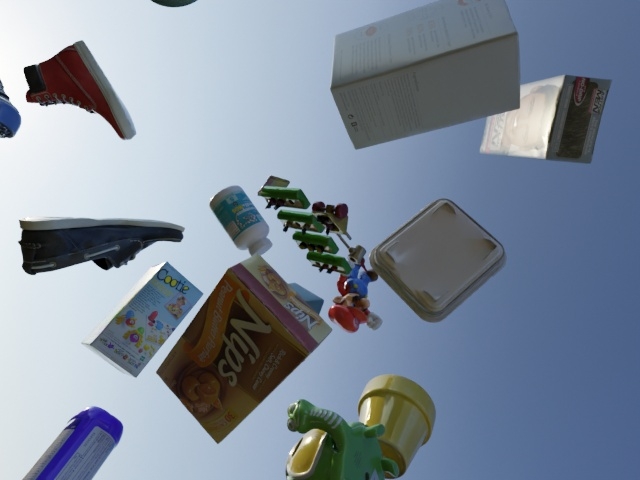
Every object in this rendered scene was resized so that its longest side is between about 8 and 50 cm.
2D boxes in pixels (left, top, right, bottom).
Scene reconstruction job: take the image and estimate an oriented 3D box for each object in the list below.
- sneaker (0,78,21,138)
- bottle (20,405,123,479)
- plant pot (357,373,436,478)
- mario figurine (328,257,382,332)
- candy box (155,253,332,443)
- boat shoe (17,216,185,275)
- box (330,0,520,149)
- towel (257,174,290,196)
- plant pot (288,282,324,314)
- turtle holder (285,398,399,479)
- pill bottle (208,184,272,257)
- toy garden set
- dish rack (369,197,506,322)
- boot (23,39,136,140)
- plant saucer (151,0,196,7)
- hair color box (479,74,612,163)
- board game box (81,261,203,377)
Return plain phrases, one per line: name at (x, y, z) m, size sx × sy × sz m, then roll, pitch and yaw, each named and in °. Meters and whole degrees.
sneaker at (-0.478, -0.205, 0.591) m, size 0.233 × 0.081 × 0.090 m, roll 17°, pitch -105°, yaw 28°
bottle at (-0.426, 0.399, 0.656) m, size 0.092 × 0.282 × 0.118 m, roll 41°, pitch -57°, yaw -11°
plant pot at (0.223, 0.606, 1.374) m, size 0.254 × 0.239 × 0.253 m, roll 10°, pitch -63°, yaw 21°
mario figurine at (0.142, 0.185, 1.494) m, size 0.198 × 0.320 × 0.170 m, roll 18°, pitch -50°, yaw 4°
candy box at (-0.146, 0.197, 0.750) m, size 0.183 × 0.088 × 0.316 m, roll 44°, pitch -60°, yaw 8°
boat shoe at (-0.306, 0.003, 0.627) m, size 0.084 × 0.233 × 0.079 m, roll 2°, pitch -86°, yaw 36°
box at (0.212, -0.358, 0.901) m, size 0.346 × 0.168 × 0.214 m, roll -10°, pitch -130°, yaw 19°
towel at (-0.120, -0.135, 1.096) m, size 0.083 × 0.060 × 0.009 m, roll -44°, pitch -135°, yaw 46°
plant pot at (-0.140, 0.266, 1.586) m, size 0.166 × 0.234 × 0.165 m, roll 26°, pitch -78°, yaw 34°
turtle holder at (0.025, 0.553, 1.029) m, size 0.228 × 0.243 × 0.320 m, roll -10°, pitch -42°, yaw 31°
pill bottle at (-0.288, -0.065, 1.595) m, size 0.264 × 0.146 × 0.146 m, roll 54°, pitch -52°, yaw 11°
toy garden set at (0.000, 0.000, 0.868) m, size 0.204 × 0.049 × 0.244 m, roll 10°, pitch -35°, yaw 43°
dish rack at (0.337, 0.037, 1.215) m, size 0.285 × 0.333 × 0.072 m, roll 47°, pitch -15°, yaw 20°
boot at (-0.553, -0.309, 0.979) m, size 0.244 × 0.176 × 0.088 m, roll 58°, pitch -11°, yaw -3°
plant saucer at (-0.247, -0.447, 0.716) m, size 0.119 × 0.120 × 0.021 m, roll 62°, pitch -10°, yaw 9°
hair color box at (0.557, -0.307, 1.118) m, size 0.114 × 0.374 × 0.185 m, roll 5°, pitch -77°, yaw -4°
board game box at (-0.480, 0.210, 1.170) m, size 0.144 × 0.275 × 0.142 m, roll 48°, pitch -33°, yaw -21°
